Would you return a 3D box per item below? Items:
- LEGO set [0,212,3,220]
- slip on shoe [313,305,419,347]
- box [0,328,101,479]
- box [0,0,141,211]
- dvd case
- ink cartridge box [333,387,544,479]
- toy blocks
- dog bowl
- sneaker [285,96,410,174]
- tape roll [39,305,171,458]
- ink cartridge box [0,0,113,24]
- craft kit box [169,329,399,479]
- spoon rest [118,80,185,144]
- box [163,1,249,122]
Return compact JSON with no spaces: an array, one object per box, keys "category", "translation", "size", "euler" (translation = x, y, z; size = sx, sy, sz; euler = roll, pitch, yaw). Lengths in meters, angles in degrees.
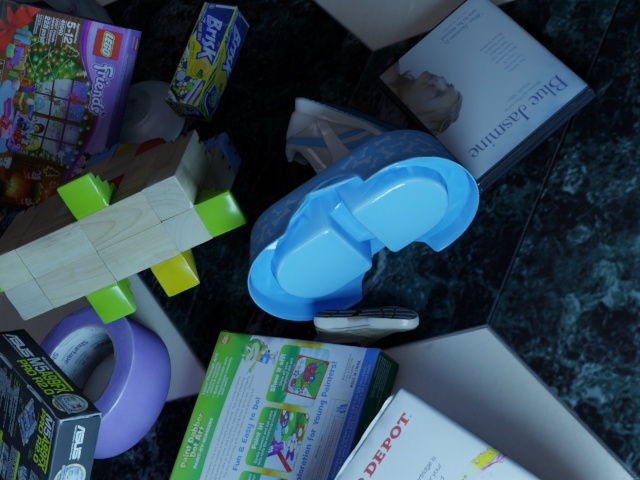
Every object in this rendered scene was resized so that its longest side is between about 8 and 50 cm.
[{"category":"LEGO set","translation":[-0.567,-0.038,2.072],"size":[0.244,0.060,0.182],"euler":[-9,63,32]},{"category":"slip on shoe","translation":[0.055,0.105,1.546],"size":[0.135,0.051,0.041],"euler":[-3,102,26]},{"category":"box","translation":[-0.372,0.280,1.649],"size":[0.216,0.060,0.270],"euler":[35,120,43]},{"category":"box","translation":[-0.389,-0.184,1.893],"size":[0.201,0.057,0.293],"euler":[14,97,9]},{"category":"dvd case","translation":[0.196,-0.189,1.617],"size":[0.180,0.022,0.253],"euler":[-40,48,3]},{"category":"ink cartridge box","translation":[0.142,0.307,1.308],"size":[0.278,0.117,0.201],"euler":[31,84,42]},{"category":"toy blocks","translation":[-0.267,-0.046,1.747],"size":[0.381,0.190,0.261],"euler":[-23,23,17]},{"category":"dog bowl","translation":[0.042,-0.021,1.544],"size":[0.297,0.166,0.074],"euler":[-33,45,16]},{"category":"sneaker","translation":[0.052,-0.111,1.653],"size":[0.229,0.087,0.092],"euler":[24,103,38]},{"category":"tape roll","translation":[-0.294,0.185,1.724],"size":[0.189,0.080,0.189],"euler":[-17,56,28]},{"category":"ink cartridge box","translation":[-0.485,-0.331,2.011],"size":[0.226,0.306,0.131],"euler":[-40,48,11]},{"category":"craft kit box","translation":[-0.052,0.238,1.535],"size":[0.247,0.061,0.249],"euler":[5,68,35]},{"category":"spoon rest","translation":[-0.324,-0.175,1.973],"size":[0.276,0.084,0.137],"euler":[-1,64,21]},{"category":"box","translation":[-0.163,-0.260,1.900],"size":[0.059,0.054,0.169],"euler":[12,72,24]}]
